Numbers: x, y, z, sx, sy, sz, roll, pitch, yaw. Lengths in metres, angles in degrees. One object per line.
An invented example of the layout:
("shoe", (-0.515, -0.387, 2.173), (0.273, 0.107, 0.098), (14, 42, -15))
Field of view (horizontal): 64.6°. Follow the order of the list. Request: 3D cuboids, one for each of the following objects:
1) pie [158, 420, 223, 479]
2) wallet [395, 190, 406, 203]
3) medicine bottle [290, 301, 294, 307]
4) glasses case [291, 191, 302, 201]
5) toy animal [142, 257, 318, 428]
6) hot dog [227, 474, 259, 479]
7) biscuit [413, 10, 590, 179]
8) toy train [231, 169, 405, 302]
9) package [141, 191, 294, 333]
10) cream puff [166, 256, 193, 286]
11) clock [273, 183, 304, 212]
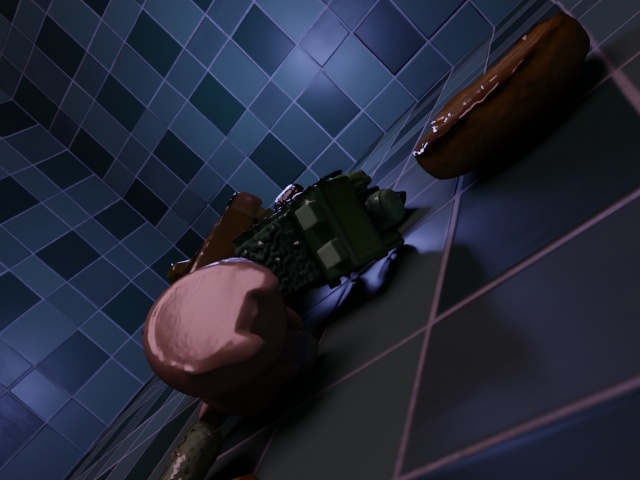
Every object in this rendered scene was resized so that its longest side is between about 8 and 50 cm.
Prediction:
("pie", (-0.184, 0.311, 0.570), (0.240, 0.054, 0.240), (-56, 0, -1))
("wallet", (0.089, -0.025, 1.049), (0.170, 0.044, 0.321), (-50, 8, -2))
("medicine bottle", (-0.136, 0.092, 1.166), (0.178, 0.178, 0.290), (-45, 7, 10))
("glasses case", (-0.028, -0.014, 1.169), (0.073, 0.194, 0.049), (-11, -7, 35))
("toy animal", (-0.113, 0.137, 0.693), (0.213, 0.256, 0.195), (-3, 57, 19))
("hot dog", (-0.092, 0.266, 0.513), (0.049, 0.037, 0.122), (-34, -5, -42))
("biscuit", (0.267, -0.204, 0.760), (0.296, 0.102, 0.296), (-45, 4, 4))
("toy train", (0.000, 0.000, 0.792), (0.272, 0.159, 0.188), (-30, -4, 41))
("package", (-0.166, 0.079, 0.911), (0.311, 0.221, 0.165), (-60, -12, -15))
("cream puff", (-0.276, 0.157, 1.421), (0.275, 0.269, 0.323), (-25, -1, -14))
("clock", (-0.038, -0.045, 1.287), (0.100, 0.195, 0.194), (-53, 11, -31))
